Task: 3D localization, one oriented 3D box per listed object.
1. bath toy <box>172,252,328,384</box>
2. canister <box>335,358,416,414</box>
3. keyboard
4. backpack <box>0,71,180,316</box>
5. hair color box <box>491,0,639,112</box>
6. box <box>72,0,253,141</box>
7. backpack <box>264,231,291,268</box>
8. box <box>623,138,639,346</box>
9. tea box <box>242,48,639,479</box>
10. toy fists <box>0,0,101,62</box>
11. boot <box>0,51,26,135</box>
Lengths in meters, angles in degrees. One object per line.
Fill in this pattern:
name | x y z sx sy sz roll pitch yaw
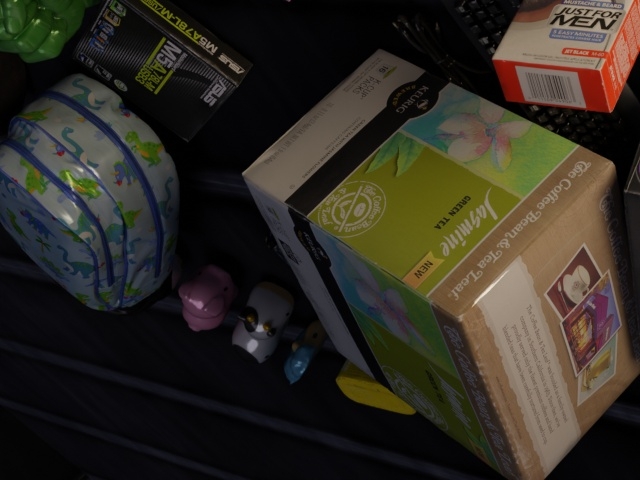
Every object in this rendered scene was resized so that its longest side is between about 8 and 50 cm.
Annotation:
bath toy | -0.163 0.102 1.814 0.348 0.129 0.151 26 118 7
canister | 0.109 0.142 1.574 0.126 0.170 0.073 9 145 35
keyboard | 0.189 -0.167 1.144 0.201 0.033 0.317 -7 134 49
backpack | -0.321 -0.065 1.596 0.290 0.273 0.355 47 140 9
hair color box | 0.216 -0.185 0.942 0.093 0.167 0.053 11 147 32
box | -0.196 -0.218 1.412 0.184 0.045 0.190 39 152 -11
backpack | 0.000 0.000 1.516 0.084 0.105 0.114 11 152 34
box | 0.388 -0.004 1.092 0.165 0.143 0.270 9 146 25
tea box | 0.141 0.031 1.218 0.323 0.220 0.329 32 160 40
toy fists | -0.342 -0.313 1.270 0.096 0.142 0.279 35 159 33
boot | -0.560 -0.276 1.609 0.280 0.096 0.264 17 150 25
